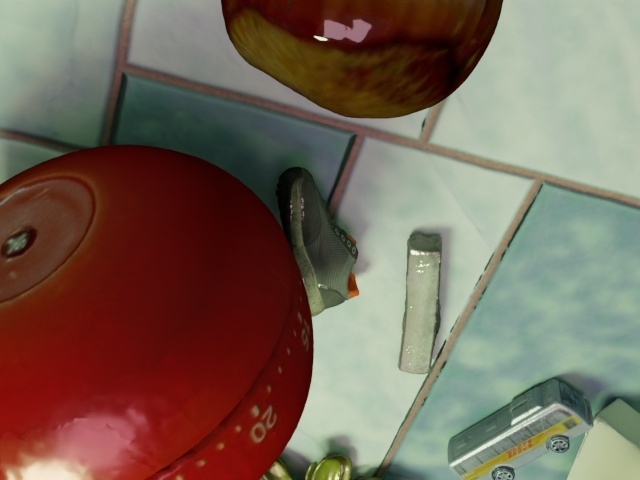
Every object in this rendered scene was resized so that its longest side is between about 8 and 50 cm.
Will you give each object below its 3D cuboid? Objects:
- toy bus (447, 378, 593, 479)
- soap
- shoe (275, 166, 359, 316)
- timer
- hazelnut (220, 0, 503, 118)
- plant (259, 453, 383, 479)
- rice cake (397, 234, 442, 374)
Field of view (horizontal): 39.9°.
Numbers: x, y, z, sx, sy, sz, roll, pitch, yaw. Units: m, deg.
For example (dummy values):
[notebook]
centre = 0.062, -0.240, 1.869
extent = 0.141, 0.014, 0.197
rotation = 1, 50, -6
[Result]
[toy bus]
centre = 0.252, 0.249, 1.130
extent = 0.075, 0.064, 0.190
rotation = 43, 117, -14
[soap]
centre = 0.387, 0.309, 1.132
extent = 0.063, 0.121, 0.183
rotation = -22, 136, -32
[shoe]
centre = 0.000, -0.001, 0.936
extent = 0.077, 0.074, 0.194
rotation = -11, 130, -6
[timer]
centre = -0.198, 0.086, 0.804
extent = 0.378, 0.378, 0.279
rotation = -14, 134, 11
[hazelnut]
centre = 0.042, -0.207, 0.703
extent = 0.229, 0.229, 0.229
rotation = 0, 128, 0
[plant]
centre = -0.024, 0.451, 1.211
extent = 0.305, 0.297, 0.261
rotation = 1, 160, -20
[rice cake]
centre = 0.115, 0.081, 1.016
extent = 0.047, 0.036, 0.207
rotation = 6, 129, 11
